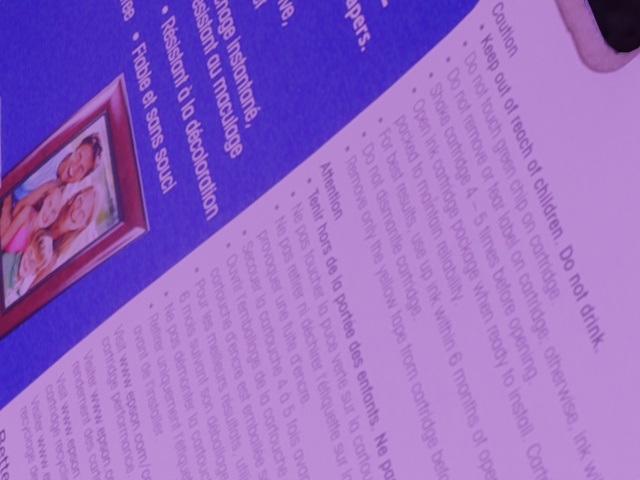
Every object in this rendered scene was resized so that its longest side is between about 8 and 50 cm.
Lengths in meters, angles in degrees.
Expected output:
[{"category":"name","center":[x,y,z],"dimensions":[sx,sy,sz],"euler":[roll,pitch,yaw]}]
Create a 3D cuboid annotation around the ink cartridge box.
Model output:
[{"category":"ink cartridge box","center":[0.000,0.000,0.459],"dimensions":[0.307,0.072,0.303],"euler":[-38,49,30]}]
